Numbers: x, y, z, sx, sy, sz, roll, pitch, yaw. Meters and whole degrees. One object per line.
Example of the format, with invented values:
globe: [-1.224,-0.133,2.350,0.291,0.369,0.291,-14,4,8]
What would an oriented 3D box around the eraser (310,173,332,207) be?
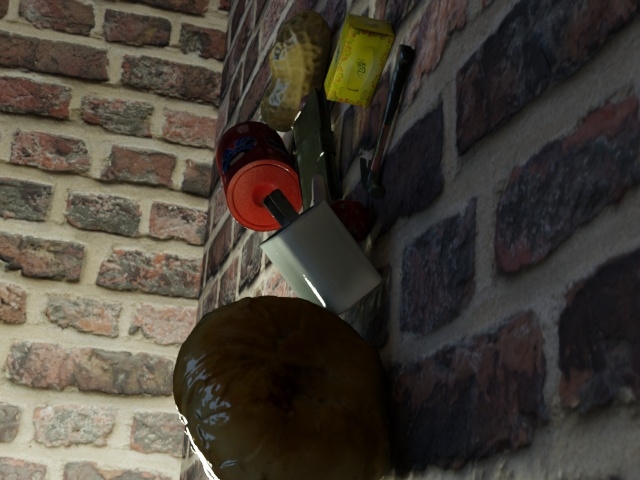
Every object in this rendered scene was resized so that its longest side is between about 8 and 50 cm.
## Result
eraser: [0.001,0.000,1.986,0.243,0.059,0.204,-105,22,-61]

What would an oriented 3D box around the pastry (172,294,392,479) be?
pastry: [-0.066,0.279,1.584,0.245,0.410,0.409,-56,27,36]

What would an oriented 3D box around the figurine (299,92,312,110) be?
figurine: [-0.018,-0.330,2.314,0.071,0.067,0.083,-102,22,-46]

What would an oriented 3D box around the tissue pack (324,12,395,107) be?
tissue pack: [0.078,-0.368,1.927,0.062,0.095,0.176,-97,22,-48]

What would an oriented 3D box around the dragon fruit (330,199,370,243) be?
dragon fruit: [0.048,-0.035,1.876,0.190,0.094,0.094,162,116,-86]

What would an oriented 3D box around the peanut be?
peanut: [-0.065,-0.424,2.385,0.140,0.153,0.325,-101,31,-63]

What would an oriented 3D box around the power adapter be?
power adapter: [-0.019,0.014,1.754,0.255,0.124,0.187,54,161,-3]

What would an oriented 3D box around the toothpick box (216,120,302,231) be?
toothpick box: [-0.169,-0.179,2.528,0.333,0.204,0.204,-115,37,-65]

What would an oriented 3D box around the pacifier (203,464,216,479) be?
pacifier: [-0.116,0.391,1.862,0.288,0.269,0.343,59,-176,-25]

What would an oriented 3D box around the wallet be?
wallet: [-0.010,-0.185,2.190,0.169,0.044,0.317,127,142,-51]

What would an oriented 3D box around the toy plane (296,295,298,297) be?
toy plane: [-0.019,0.129,2.009,0.267,0.088,0.212,-98,10,-50]

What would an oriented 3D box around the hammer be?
hammer: [0.128,-0.229,1.788,0.111,0.033,0.287,-117,38,-64]
